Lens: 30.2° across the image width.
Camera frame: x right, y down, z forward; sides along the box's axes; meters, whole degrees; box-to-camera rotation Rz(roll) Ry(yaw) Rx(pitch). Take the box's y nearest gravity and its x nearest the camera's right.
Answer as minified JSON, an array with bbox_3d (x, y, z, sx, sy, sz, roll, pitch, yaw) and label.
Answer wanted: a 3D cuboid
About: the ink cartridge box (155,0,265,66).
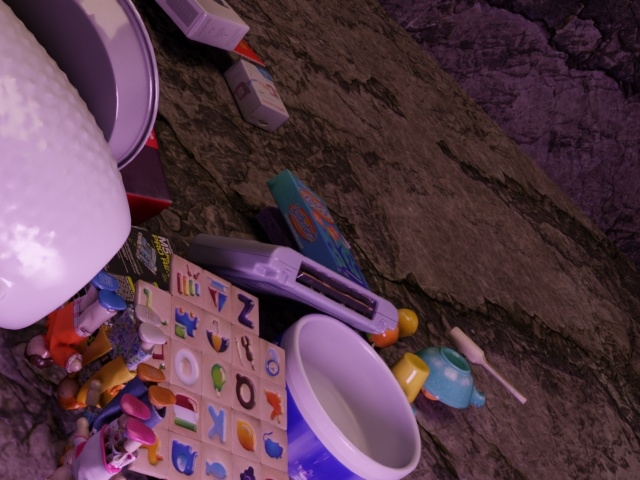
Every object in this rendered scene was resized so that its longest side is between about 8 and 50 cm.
[{"bbox_3d":[-0.238,-0.468,2.242,0.296,0.066,0.261,50,20,24],"label":"ink cartridge box"}]

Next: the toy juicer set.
[{"bbox_3d":[0.196,0.216,2.095,0.329,0.089,0.209,16,28,-43],"label":"toy juicer set"}]

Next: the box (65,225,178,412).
[{"bbox_3d":[-0.233,0.097,1.478,0.216,0.060,0.270,18,40,-55],"label":"box"}]

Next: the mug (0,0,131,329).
[{"bbox_3d":[-0.374,-0.056,1.176,0.328,0.276,0.374,50,29,-17],"label":"mug"}]

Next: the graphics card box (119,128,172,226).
[{"bbox_3d":[-0.339,-0.212,1.589,0.233,0.094,0.370,12,58,-58],"label":"graphics card box"}]

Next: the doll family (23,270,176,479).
[{"bbox_3d":[-0.225,0.173,1.241,0.118,0.163,0.263,24,34,-42],"label":"doll family"}]

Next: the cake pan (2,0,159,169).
[{"bbox_3d":[-0.320,-0.195,1.338,0.293,0.293,0.054,50,37,-4],"label":"cake pan"}]

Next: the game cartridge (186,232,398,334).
[{"bbox_3d":[-0.045,0.063,1.734,0.198,0.062,0.297,13,-11,43],"label":"game cartridge"}]

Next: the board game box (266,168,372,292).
[{"bbox_3d":[0.000,0.000,1.951,0.210,0.047,0.160,62,11,26],"label":"board game box"}]

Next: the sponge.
[{"bbox_3d":[-0.028,-0.013,2.067,0.117,0.031,0.210,55,22,8],"label":"sponge"}]

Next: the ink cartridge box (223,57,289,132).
[{"bbox_3d":[-0.121,-0.275,2.254,0.088,0.052,0.122,19,39,-51],"label":"ink cartridge box"}]

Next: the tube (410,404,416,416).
[{"bbox_3d":[0.058,0.224,1.866,0.207,0.052,0.080,40,15,-11],"label":"tube"}]

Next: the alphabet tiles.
[{"bbox_3d":[-0.129,0.198,1.441,0.285,0.011,0.342,32,47,-47],"label":"alphabet tiles"}]

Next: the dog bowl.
[{"bbox_3d":[0.019,0.240,1.682,0.265,0.104,0.265,42,24,-23],"label":"dog bowl"}]
